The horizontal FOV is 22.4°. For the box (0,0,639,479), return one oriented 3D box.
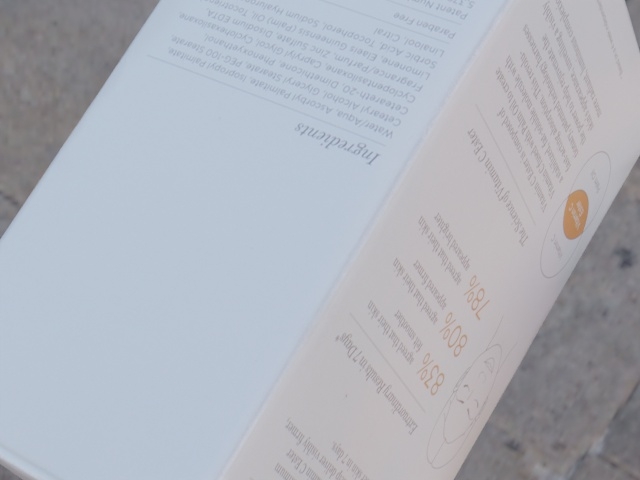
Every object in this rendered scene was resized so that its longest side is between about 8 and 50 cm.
[{"bbox_3d":[0.000,0.000,0.788,0.168,0.215,0.345,23,73,30],"label":"box"}]
